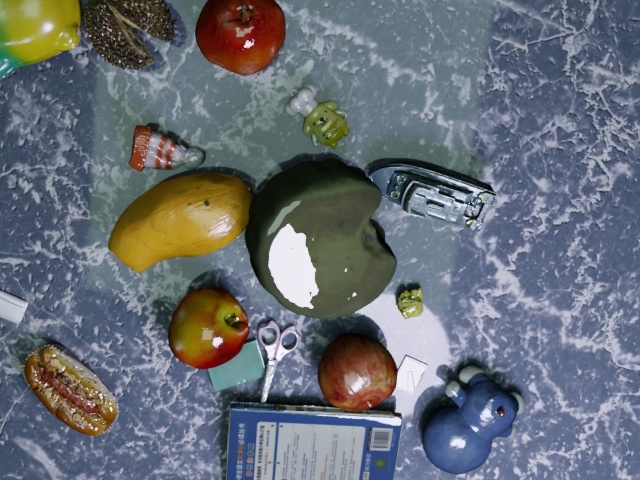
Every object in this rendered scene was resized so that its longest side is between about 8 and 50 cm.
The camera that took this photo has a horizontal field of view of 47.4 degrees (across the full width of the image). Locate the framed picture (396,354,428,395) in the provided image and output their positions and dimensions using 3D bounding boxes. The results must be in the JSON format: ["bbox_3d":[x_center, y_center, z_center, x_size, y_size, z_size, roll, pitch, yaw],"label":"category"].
[{"bbox_3d":[0.223,0.339,1.827,0.066,0.007,0.089,24,100,-8],"label":"framed picture"}]

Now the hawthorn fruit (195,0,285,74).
[{"bbox_3d":[-0.165,-0.455,1.540,0.196,0.225,0.197,0,91,-10],"label":"hawthorn fruit"}]

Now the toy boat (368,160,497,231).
[{"bbox_3d":[0.251,-0.110,1.681,0.296,0.122,0.114,16,124,-3],"label":"toy boat"}]

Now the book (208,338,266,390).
[{"bbox_3d":[-0.208,0.308,1.794,0.135,0.017,0.103,-17,102,-2],"label":"book"}]

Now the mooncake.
[{"bbox_3d":[0.000,0.000,1.631,0.351,0.187,0.351,-8,116,-17],"label":"mooncake"}]

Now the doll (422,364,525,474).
[{"bbox_3d":[0.370,0.458,1.798,0.228,0.154,0.258,37,104,-13],"label":"doll"}]

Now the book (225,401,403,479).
[{"bbox_3d":[-0.023,0.550,1.824,0.427,0.039,0.300,5,110,-5],"label":"book"}]

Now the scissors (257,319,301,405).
[{"bbox_3d":[-0.118,0.303,1.785,0.110,0.021,0.212,13,94,-12],"label":"scissors"}]

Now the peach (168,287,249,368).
[{"bbox_3d":[-0.267,0.210,1.696,0.197,0.197,0.197,-1,101,-3],"label":"peach"}]

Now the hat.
[{"bbox_3d":[-0.346,-0.199,1.652,0.162,0.094,0.112,15,126,-12],"label":"hat"}]

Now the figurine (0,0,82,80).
[{"bbox_3d":[-0.663,-0.483,1.509,0.340,0.231,0.324,-5,90,2],"label":"figurine"}]

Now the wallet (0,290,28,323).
[{"bbox_3d":[-0.764,0.150,1.734,0.122,0.025,0.061,24,93,-7],"label":"wallet"}]

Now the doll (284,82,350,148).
[{"bbox_3d":[-0.008,-0.284,1.662,0.162,0.062,0.106,43,92,-9],"label":"doll"}]

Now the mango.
[{"bbox_3d":[-0.319,-0.048,1.655,0.359,0.144,0.187,-16,99,3],"label":"mango"}]

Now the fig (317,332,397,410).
[{"bbox_3d":[0.079,0.309,1.736,0.205,0.205,0.205,-1,101,-3],"label":"fig"}]

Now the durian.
[{"bbox_3d":[-0.410,-0.464,1.549,0.196,0.167,0.196,-17,121,-32],"label":"durian"}]

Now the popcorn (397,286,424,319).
[{"bbox_3d":[0.224,0.152,1.766,0.068,0.059,0.083,31,74,19],"label":"popcorn"}]

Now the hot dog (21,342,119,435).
[{"bbox_3d":[-0.603,0.363,1.759,0.144,0.075,0.268,-44,103,3],"label":"hot dog"}]
